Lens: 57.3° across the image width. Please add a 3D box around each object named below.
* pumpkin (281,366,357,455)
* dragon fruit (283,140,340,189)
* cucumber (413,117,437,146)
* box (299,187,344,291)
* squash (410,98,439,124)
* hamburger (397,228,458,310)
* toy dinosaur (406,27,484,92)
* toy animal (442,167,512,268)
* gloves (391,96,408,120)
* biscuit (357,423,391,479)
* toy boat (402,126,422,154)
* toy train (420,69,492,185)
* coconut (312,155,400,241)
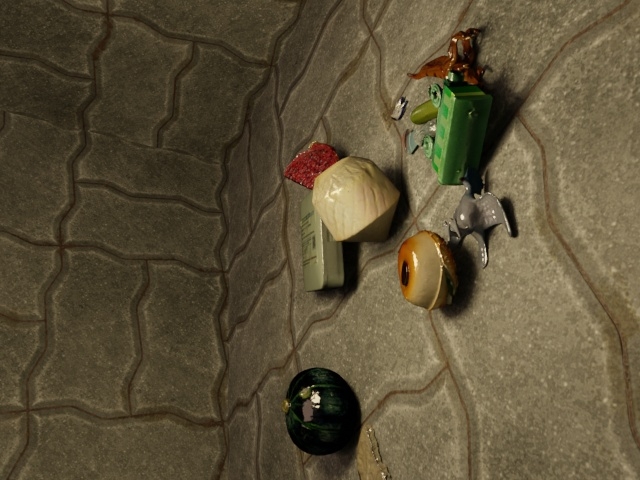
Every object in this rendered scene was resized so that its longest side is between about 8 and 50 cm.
[{"bbox_3d":[-0.017,0.595,2.058,0.315,0.238,0.315,-173,90,-70],"label":"pumpkin"},{"bbox_3d":[0.022,-0.300,2.497,0.317,0.152,0.205,30,99,41],"label":"dragon fruit"},{"bbox_3d":[0.348,-0.346,1.862,0.112,0.064,0.064,-38,46,54],"label":"cucumber"},{"bbox_3d":[0.001,0.000,2.306,0.396,0.111,0.397,153,115,-75],"label":"box"},{"bbox_3d":[0.362,-0.416,1.854,0.252,0.066,0.066,179,102,-68],"label":"squash"},{"bbox_3d":[0.300,0.082,1.650,0.237,0.147,0.237,177,90,-81],"label":"hamburger"},{"bbox_3d":[0.408,-0.543,1.776,0.432,0.097,0.208,-120,39,-56],"label":"toy dinosaur"},{"bbox_3d":[0.416,-0.061,1.567,0.255,0.176,0.239,65,158,-3],"label":"toy animal"},{"bbox_3d":[0.286,-0.474,2.111,0.064,0.026,0.086,32,105,64],"label":"gloves"},{"bbox_3d":[0.160,0.717,1.850,0.133,0.032,0.250,-65,27,28],"label":"biscuit"},{"bbox_3d":[0.320,-0.345,1.963,0.122,0.034,0.096,-20,67,62],"label":"toy boat"},{"bbox_3d":[0.374,-0.312,1.633,0.202,0.120,0.301,-108,16,-53],"label":"toy train"},{"bbox_3d":[0.129,-0.124,2.007,0.329,0.328,0.329,-169,90,-67],"label":"coconut"}]
